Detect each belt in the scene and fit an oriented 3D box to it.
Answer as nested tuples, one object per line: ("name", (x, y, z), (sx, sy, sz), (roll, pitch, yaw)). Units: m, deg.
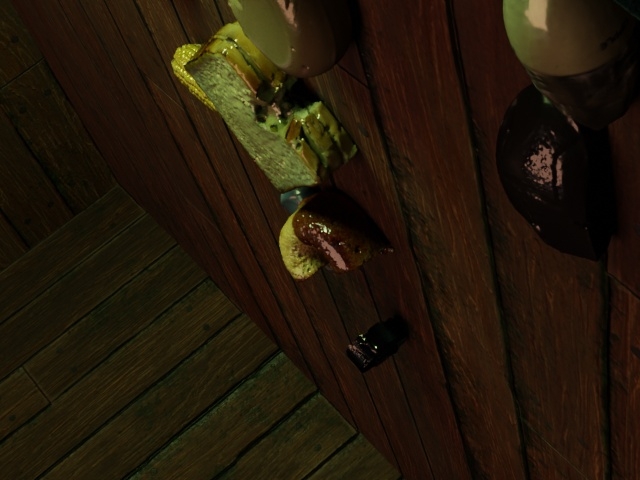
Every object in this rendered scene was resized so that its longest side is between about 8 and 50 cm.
("belt", (0.107, 0.198, 2.113), (0.058, 0.105, 0.140), (48, -149, 14))

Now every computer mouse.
("computer mouse", (0.226, -0.059, 1.110), (0.122, 0.073, 0.217), (41, 165, 36))

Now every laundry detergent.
("laundry detergent", (-0.010, -0.038, 1.998), (0.206, 0.061, 0.097), (55, 165, -14))

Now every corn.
("corn", (-0.173, -0.260, 1.912), (0.238, 0.080, 0.080), (44, 165, 33))

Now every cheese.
("cheese", (-0.034, -0.284, 1.344), (0.175, 0.091, 0.202), (51, 166, 5))

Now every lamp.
("lamp", (0.199, -0.162, 0.879), (0.101, 0.101, 0.250), (41, 176, 39))

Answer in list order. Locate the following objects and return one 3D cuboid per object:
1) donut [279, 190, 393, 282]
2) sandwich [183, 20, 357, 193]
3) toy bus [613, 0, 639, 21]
("donut", (0.000, 0.000, 1.892), (0.217, 0.085, 0.141), (-21, 104, 55))
("sandwich", (-0.079, -0.203, 1.708), (0.273, 0.095, 0.249), (53, 167, -12))
("toy bus", (0.221, -0.196, 0.615), (0.275, 0.138, 0.167), (44, 167, 19))
